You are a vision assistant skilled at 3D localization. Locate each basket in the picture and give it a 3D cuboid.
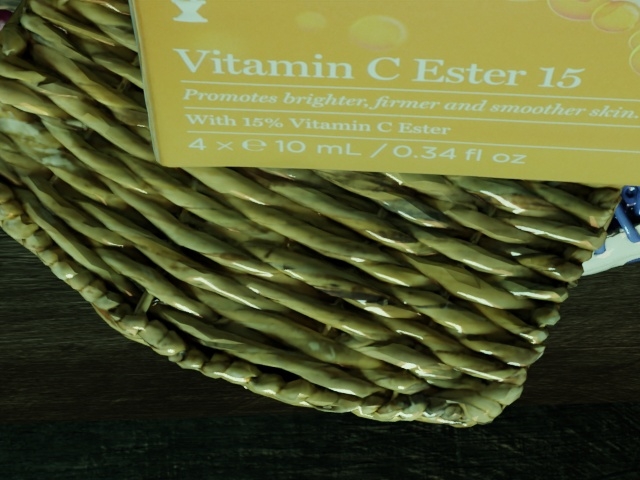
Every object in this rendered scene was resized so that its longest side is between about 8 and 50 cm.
[{"bbox_3d":[-0.022,-0.035,0.761,0.299,0.213,0.223,26,179,-7],"label":"basket"}]

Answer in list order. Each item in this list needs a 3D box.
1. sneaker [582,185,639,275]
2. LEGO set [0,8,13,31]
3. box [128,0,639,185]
[{"bbox_3d":[0.227,-0.037,0.883,0.182,0.127,0.315,-12,176,-27],"label":"sneaker"},{"bbox_3d":[-0.155,-0.161,0.688,0.107,0.132,0.287,-9,-173,-12],"label":"LEGO set"},{"bbox_3d":[0.047,-0.177,0.451,0.215,0.168,0.345,3,150,1],"label":"box"}]
